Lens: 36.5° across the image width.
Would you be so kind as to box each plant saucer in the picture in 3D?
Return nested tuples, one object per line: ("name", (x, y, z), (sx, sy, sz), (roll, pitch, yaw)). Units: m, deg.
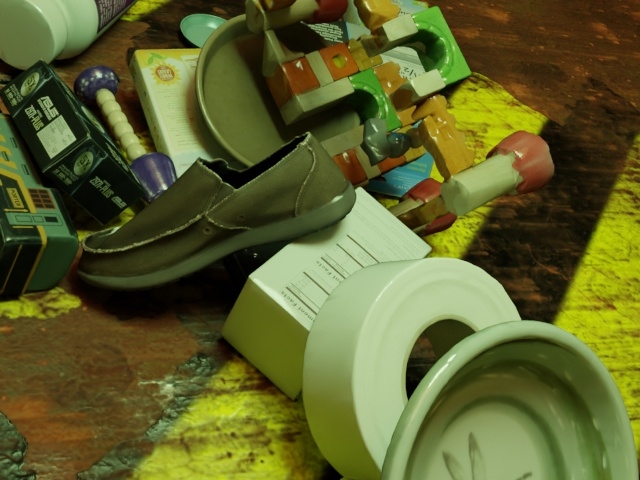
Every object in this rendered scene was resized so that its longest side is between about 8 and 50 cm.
("plant saucer", (0.191, 0.285, 1.058), (0.401, 0.101, 0.400), (1, 88, -37))
("plant saucer", (-0.194, -0.363, 1.736), (0.119, 0.021, 0.119), (14, 41, -13))
("plant saucer", (-0.066, -0.217, 1.486), (0.278, 0.041, 0.277), (9, 70, -26))

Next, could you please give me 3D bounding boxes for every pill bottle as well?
("pill bottle", (-0.408, -0.394, 1.551), (0.169, 0.169, 0.301), (25, 39, 1))

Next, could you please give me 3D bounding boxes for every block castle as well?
("block castle", (0.112, -0.227, 1.388), (0.213, 0.303, 0.453), (-26, 89, -34))

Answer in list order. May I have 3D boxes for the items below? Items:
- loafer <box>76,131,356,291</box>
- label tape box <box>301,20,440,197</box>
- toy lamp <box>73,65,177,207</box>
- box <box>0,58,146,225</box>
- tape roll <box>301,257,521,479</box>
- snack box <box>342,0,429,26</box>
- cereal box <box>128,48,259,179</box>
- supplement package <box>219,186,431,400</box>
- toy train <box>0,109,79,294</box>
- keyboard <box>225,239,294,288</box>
("loafer", (-0.144, -0.046, 1.229), (0.366, 0.130, 0.134), (-19, 20, 0))
("label tape box", (0.077, -0.234, 1.660), (0.249, 0.115, 0.347), (11, 40, -15))
("toy lamp", (-0.281, -0.148, 1.418), (0.080, 0.080, 0.274), (-11, 52, -35))
("box", (-0.333, -0.131, 1.300), (0.077, 0.147, 0.180), (-37, 55, -1))
("tape roll", (0.119, 0.163, 1.139), (0.286, 0.100, 0.286), (3, 84, -37))
("snack box", (0.142, -0.409, 1.914), (0.175, 0.070, 0.207), (7, 41, -18))
("cereal box", (-0.180, -0.188, 1.493), (0.173, 0.047, 0.240), (-7, 65, -31))
("supplement package", (0.009, 0.065, 1.261), (0.134, 0.139, 0.244), (41, 47, 10))
("toy train", (-0.437, -0.066, 1.220), (0.190, 0.142, 0.334), (3, 41, -41))
("keyboard", (0.000, 0.000, 1.432), (0.317, 0.033, 0.201), (-9, 57, -34))
